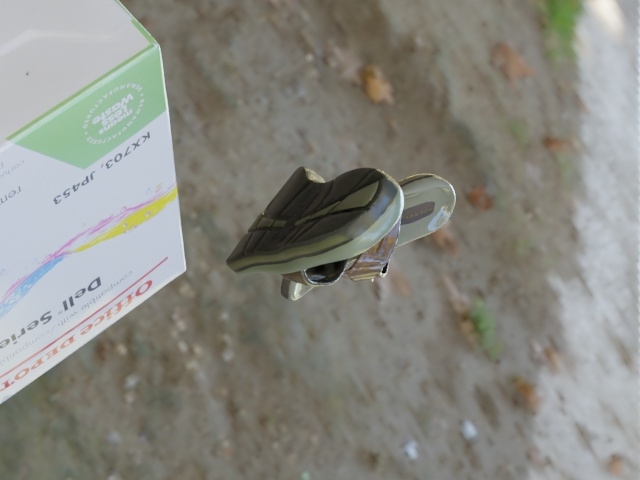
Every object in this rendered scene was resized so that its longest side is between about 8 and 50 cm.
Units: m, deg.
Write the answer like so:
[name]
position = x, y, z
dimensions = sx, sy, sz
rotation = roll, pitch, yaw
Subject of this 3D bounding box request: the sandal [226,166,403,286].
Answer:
[sandal]
position = 0.000, 0.001, 1.502
dimensions = 0.086, 0.120, 0.303
rotation = 42, -12, -17

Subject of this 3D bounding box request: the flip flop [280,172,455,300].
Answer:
[flip flop]
position = 0.066, 0.001, 1.964
dimensions = 0.277, 0.112, 0.080
rotation = -21, 50, -37

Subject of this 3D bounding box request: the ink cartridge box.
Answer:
[ink cartridge box]
position = -0.205, -0.011, 1.123
dimensions = 0.119, 0.207, 0.353
rotation = 46, -20, 21
